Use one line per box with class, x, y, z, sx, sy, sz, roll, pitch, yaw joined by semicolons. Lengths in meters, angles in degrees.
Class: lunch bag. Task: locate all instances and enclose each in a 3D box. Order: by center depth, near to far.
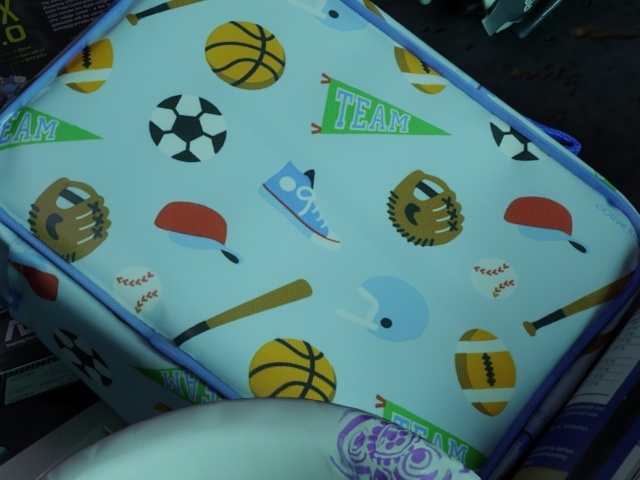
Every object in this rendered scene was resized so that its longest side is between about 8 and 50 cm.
lunch bag;0.000;0.000;0.834;0.303;0.115;0.243;39;62;6

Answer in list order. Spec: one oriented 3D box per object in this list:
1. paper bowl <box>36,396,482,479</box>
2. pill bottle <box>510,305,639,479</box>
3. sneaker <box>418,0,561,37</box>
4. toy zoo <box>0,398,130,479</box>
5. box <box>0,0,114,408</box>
paper bowl;-0.021;0.214;0.643;0.284;0.148;0.284;-12;55;18
pill bottle;0.182;0.079;0.777;0.123;0.123;0.219;25;66;37
sneaker;0.154;-0.181;1.024;0.235;0.094;0.153;7;57;28
toy zoo;-0.119;0.200;0.870;0.192;0.030;0.293;-43;49;-14
box;-0.087;-0.055;0.933;0.270;0.060;0.216;-20;71;-20
